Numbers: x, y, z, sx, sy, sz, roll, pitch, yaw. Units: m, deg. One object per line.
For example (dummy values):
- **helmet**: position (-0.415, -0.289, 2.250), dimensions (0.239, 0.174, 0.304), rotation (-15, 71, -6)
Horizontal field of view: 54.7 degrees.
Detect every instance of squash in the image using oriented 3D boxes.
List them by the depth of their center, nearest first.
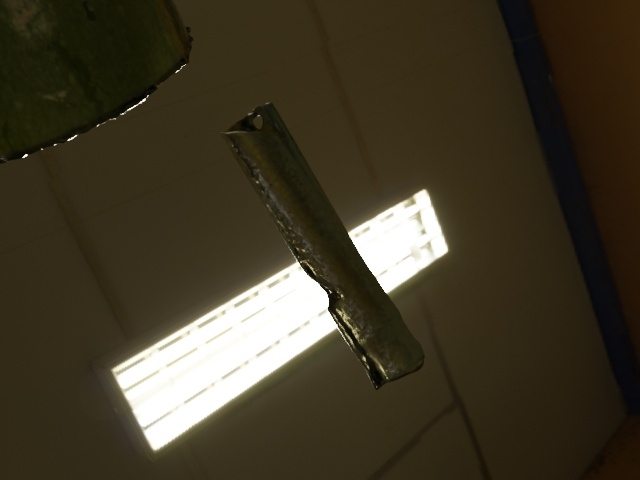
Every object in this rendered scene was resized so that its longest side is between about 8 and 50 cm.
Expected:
- **squash**: position (-0.318, -0.272, 0.576), dimensions (0.310, 0.310, 0.308), rotation (-47, -44, -28)

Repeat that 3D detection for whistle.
- **whistle**: position (0.000, 0.000, 0.643), dimensions (0.068, 0.057, 0.326), rotation (-32, -101, 9)
